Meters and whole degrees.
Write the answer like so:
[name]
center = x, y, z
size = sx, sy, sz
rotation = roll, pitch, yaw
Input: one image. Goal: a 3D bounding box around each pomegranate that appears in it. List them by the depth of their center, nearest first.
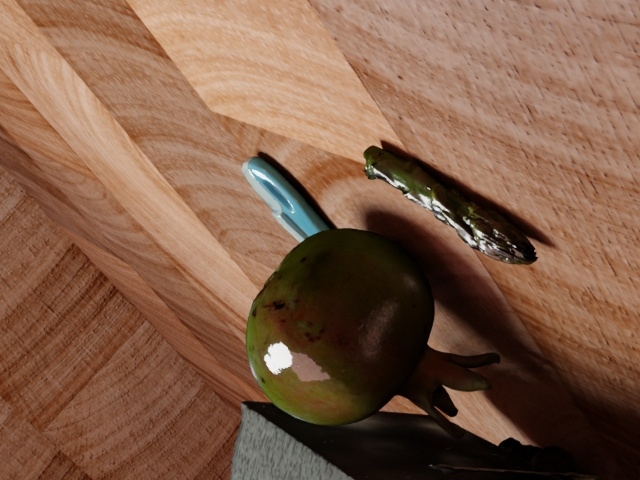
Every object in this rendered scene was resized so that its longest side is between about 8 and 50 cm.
[pomegranate]
center = 0.047, 0.092, 1.162
size = 0.224, 0.181, 0.181
rotation = 28, 166, -2

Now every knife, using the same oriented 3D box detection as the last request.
[knife]
center = 0.000, 0.000, 1.288
size = 0.222, 0.031, 0.064
rotation = 46, 162, -17

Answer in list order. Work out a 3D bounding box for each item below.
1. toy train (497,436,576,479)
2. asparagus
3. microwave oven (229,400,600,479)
[toy train]
center = 0.247, 0.310, 1.334
size = 0.225, 0.137, 0.090
rotation = 42, 165, -2
[asparagus]
center = 0.096, -0.025, 0.970
size = 0.165, 0.030, 0.036
rotation = 36, 140, 30
[microwave oven]
center = 0.084, 0.355, 1.150
size = 0.236, 0.374, 0.432
rotation = 7, -176, -24
